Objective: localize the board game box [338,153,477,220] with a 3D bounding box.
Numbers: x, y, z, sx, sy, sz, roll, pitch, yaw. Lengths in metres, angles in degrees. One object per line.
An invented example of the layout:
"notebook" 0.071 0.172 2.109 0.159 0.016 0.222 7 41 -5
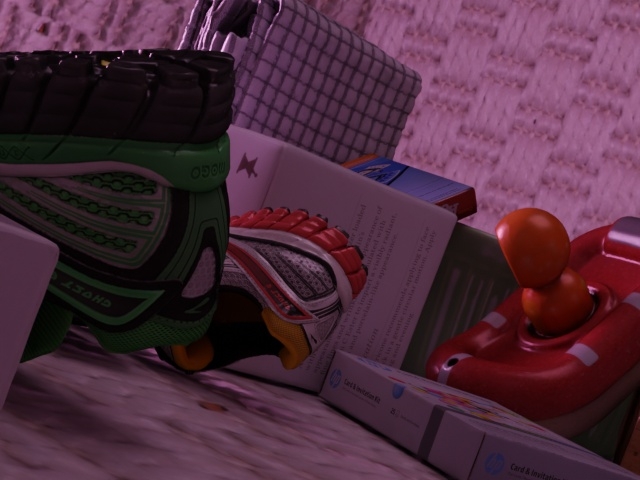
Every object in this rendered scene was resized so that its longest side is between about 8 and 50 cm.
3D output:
"board game box" -0.026 -0.006 1.382 0.281 0.027 0.145 -21 27 -30

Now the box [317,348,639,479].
"box" 0.104 0.128 1.085 0.145 0.038 0.186 20 1 -30

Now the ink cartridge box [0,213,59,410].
"ink cartridge box" -0.209 -0.004 0.601 0.148 0.086 0.203 20 3 -38

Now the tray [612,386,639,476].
"tray" 0.417 0.207 1.224 0.411 0.076 0.203 22 12 9

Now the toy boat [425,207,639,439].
"toy boat" 0.173 0.043 1.269 0.151 0.231 0.151 18 -37 59

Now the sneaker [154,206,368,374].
"sneaker" -0.090 0.027 1.013 0.225 0.092 0.088 2 -45 28

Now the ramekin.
"ramekin" 0.170 0.081 1.527 0.303 0.148 0.303 21 2 -1

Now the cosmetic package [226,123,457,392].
"cosmetic package" -0.036 0.010 1.180 0.184 0.151 0.151 21 1 -44

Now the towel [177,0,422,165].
"towel" -0.057 -0.079 1.574 0.121 0.283 0.235 21 0 41

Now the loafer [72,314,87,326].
"loafer" -0.239 -0.051 0.992 0.366 0.130 0.134 22 2 25

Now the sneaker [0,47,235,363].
"sneaker" -0.192 -0.015 0.786 0.343 0.146 0.134 5 9 36
